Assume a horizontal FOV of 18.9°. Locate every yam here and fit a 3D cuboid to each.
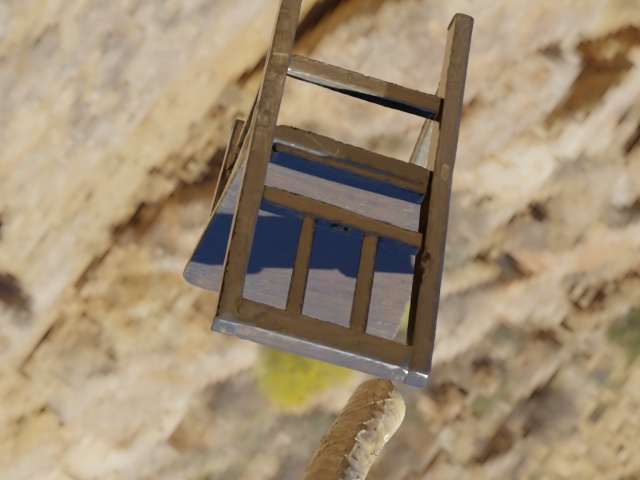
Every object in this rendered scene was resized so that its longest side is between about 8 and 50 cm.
[{"bbox_3d":[0.015,0.273,2.108,0.081,0.081,0.356,-56,180,37],"label":"yam"}]

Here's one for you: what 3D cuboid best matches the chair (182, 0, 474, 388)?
[{"bbox_3d":[0.000,0.000,1.678,0.240,0.203,0.416,116,-11,-48],"label":"chair"}]
